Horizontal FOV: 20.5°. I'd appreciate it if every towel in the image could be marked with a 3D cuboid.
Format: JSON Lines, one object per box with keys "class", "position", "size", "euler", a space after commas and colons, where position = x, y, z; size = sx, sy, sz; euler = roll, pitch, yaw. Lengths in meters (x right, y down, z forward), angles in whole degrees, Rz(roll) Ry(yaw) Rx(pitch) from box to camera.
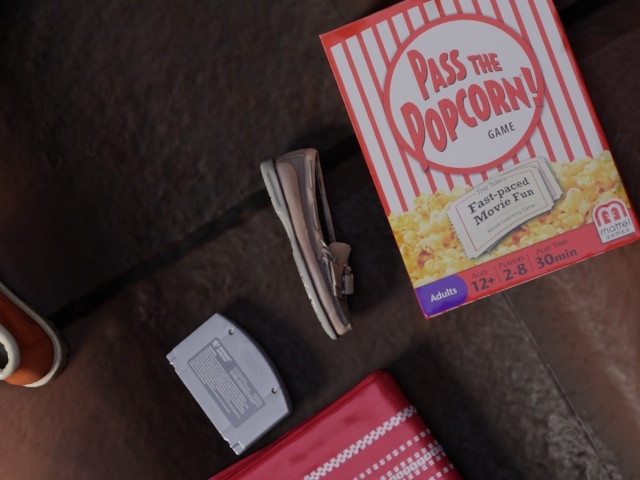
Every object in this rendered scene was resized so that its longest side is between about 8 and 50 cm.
{"class": "towel", "position": [0.038, 0.243, 1.138], "size": [0.199, 0.031, 0.275], "euler": [-36, 83, 11]}

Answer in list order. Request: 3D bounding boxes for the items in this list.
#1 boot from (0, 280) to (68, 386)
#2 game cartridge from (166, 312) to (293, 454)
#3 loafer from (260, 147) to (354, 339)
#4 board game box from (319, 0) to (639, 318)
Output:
{"class": "boot", "position": [-0.245, 0.041, 1.175], "size": [0.158, 0.084, 0.059], "euler": [34, 99, 12]}
{"class": "game cartridge", "position": [-0.057, 0.091, 1.163], "size": [0.056, 0.017, 0.083], "euler": [-40, 75, 13]}
{"class": "loafer", "position": [0.000, 0.000, 1.142], "size": [0.039, 0.045, 0.125], "euler": [-23, 82, 5]}
{"class": "board game box", "position": [0.102, -0.066, 1.116], "size": [0.147, 0.045, 0.193], "euler": [-22, 85, 12]}
